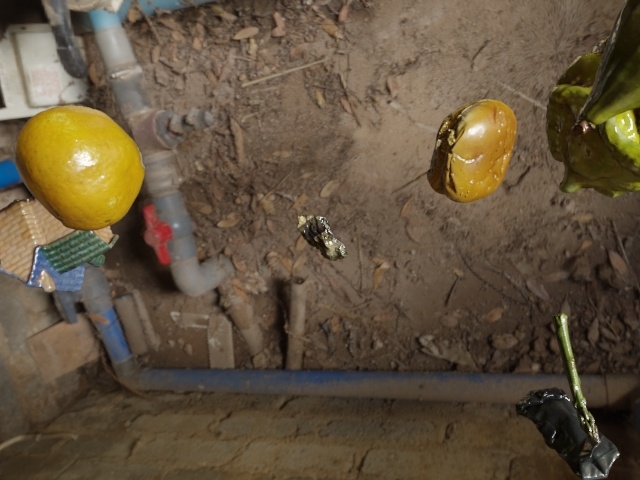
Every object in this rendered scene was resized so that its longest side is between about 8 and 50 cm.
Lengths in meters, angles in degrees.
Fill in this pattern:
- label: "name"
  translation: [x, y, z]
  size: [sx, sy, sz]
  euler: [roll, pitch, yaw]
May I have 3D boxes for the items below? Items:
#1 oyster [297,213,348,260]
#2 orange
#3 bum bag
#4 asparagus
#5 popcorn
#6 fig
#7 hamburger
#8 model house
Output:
- label: "oyster"
  translation: [-0.002, -0.003, 0.742]
  size: [0.083, 0.019, 0.054]
  euler: [52, 140, -8]
- label: "orange"
  translation: [-0.286, -0.088, 0.681]
  size: [0.134, 0.156, 0.156]
  euler: [-24, 99, -15]
- label: "bum bag"
  translation: [0.417, 0.317, 0.957]
  size: [0.087, 0.197, 0.049]
  euler: [-22, 122, -7]
- label: "asparagus"
  translation: [0.227, 0.121, 0.503]
  size: [0.014, 0.015, 0.114]
  euler: [-7, 75, -11]
- label: "popcorn"
  translation: [0.534, -0.199, 0.967]
  size: [0.290, 0.325, 0.321]
  euler: [-21, 139, 28]
- label: "fig"
  translation: [0.326, -0.170, 0.517]
  size: [0.127, 0.133, 0.184]
  euler: [19, 109, 12]
- label: "hamburger"
  translation: [0.429, -0.253, 1.591]
  size: [0.170, 0.314, 0.289]
  euler: [27, 130, 38]
- label: "model house"
  translation: [-0.474, 0.009, 1.040]
  size: [0.183, 0.166, 0.172]
  euler: [-30, 72, 8]
